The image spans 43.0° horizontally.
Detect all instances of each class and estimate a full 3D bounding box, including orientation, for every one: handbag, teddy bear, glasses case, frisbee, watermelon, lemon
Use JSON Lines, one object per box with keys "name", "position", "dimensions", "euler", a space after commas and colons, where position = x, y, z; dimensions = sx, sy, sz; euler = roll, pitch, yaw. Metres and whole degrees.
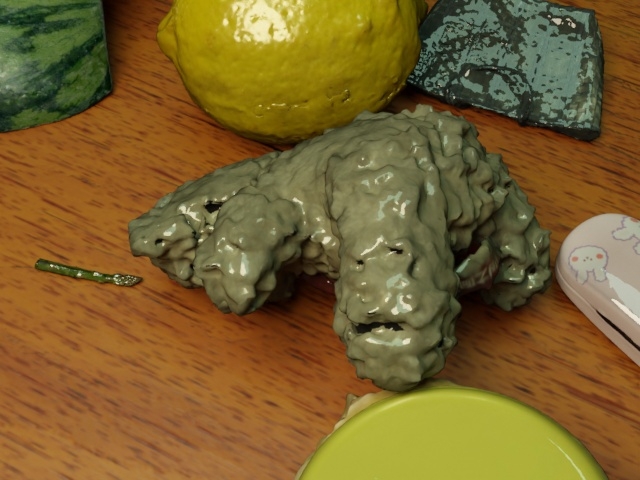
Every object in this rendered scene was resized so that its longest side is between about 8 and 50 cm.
{"name": "handbag", "position": [0.234, -0.226, 1.026], "dimensions": [0.270, 0.089, 0.175], "euler": [18, 64, 10]}
{"name": "teddy bear", "position": [0.000, 0.000, 0.773], "dimensions": [0.367, 0.225, 0.357], "euler": [-9, 6, 32]}
{"name": "glasses case", "position": [0.364, 0.088, 0.804], "dimensions": [0.113, 0.075, 0.297], "euler": [-34, 62, -21]}
{"name": "frisbee", "position": [0.083, 0.202, 0.534], "dimensions": [0.235, 0.017, 0.236], "euler": [-7, 53, 10]}
{"name": "watermelon", "position": [-0.367, -0.272, 0.971], "dimensions": [0.212, 0.262, 0.201], "euler": [-6, 23, -13]}
{"name": "lemon", "position": [-0.031, -0.230, 0.906], "dimensions": [0.283, 0.261, 0.260], "euler": [-24, 59, -26]}

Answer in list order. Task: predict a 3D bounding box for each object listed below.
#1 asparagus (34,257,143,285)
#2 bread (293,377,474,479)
{"name": "asparagus", "position": [-0.243, 0.034, 0.849], "dimensions": [0.114, 0.014, 0.015], "euler": [11, 72, 4]}
{"name": "bread", "position": [0.067, 0.299, 0.596], "dimensions": [0.236, 0.183, 0.389], "euler": [10, 60, 22]}
